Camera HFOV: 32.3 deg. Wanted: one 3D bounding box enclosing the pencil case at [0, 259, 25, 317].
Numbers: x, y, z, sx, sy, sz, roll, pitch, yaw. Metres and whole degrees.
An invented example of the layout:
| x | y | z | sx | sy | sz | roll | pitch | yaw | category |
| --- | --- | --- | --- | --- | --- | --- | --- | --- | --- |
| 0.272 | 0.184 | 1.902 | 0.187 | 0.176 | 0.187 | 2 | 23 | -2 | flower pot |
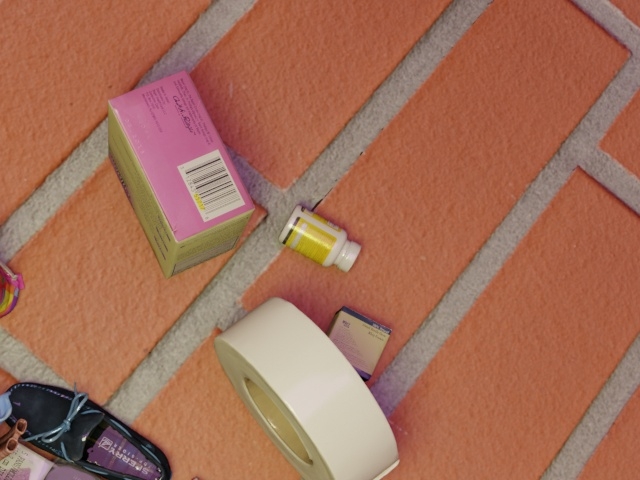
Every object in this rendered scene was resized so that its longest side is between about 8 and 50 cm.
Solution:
| x | y | z | sx | sy | sz | roll | pitch | yaw | category |
| --- | --- | --- | --- | --- | --- | --- | --- | --- | --- |
| -0.469 | 0.050 | 1.470 | 0.105 | 0.236 | 0.104 | 0 | 80 | -3 | pencil case |

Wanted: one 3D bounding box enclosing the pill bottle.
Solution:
| x | y | z | sx | sy | sz | roll | pitch | yaw | category |
| --- | --- | --- | --- | --- | --- | --- | --- | --- | --- |
| 0.000 | 0.000 | 1.657 | 0.116 | 0.065 | 0.065 | 29 | 73 | -3 | pill bottle |

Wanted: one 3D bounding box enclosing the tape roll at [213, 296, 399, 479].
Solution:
| x | y | z | sx | sy | sz | roll | pitch | yaw | category |
| --- | --- | --- | --- | --- | --- | --- | --- | --- | --- |
| -0.021 | 0.217 | 1.488 | 0.100 | 0.286 | 0.286 | -36 | 86 | -18 | tape roll |

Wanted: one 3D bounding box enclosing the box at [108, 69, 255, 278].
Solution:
| x | y | z | sx | sy | sz | roll | pitch | yaw | category |
| --- | --- | --- | --- | --- | --- | --- | --- | --- | --- |
| -0.201 | -0.085 | 1.544 | 0.117 | 0.243 | 0.213 | -25 | 82 | -16 | box |

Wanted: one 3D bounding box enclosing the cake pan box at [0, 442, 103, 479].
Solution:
| x | y | z | sx | sy | sz | roll | pitch | yaw | category |
| --- | --- | --- | --- | --- | --- | --- | --- | --- | --- |
| -0.372 | 0.431 | 1.461 | 0.246 | 0.070 | 0.266 | 32 | 66 | 0 | cake pan box |

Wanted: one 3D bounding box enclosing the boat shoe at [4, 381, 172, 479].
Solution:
| x | y | z | sx | sy | sz | roll | pitch | yaw | category |
| --- | --- | --- | --- | --- | --- | --- | --- | --- | --- |
| -0.317 | 0.261 | 1.518 | 0.258 | 0.089 | 0.109 | 23 | 73 | -5 | boat shoe |

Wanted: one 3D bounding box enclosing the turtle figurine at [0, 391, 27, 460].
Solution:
| x | y | z | sx | sy | sz | roll | pitch | yaw | category |
| --- | --- | --- | --- | --- | --- | --- | --- | --- | --- |
| -0.520 | 0.227 | 1.392 | 0.275 | 0.266 | 0.197 | -18 | 81 | -15 | turtle figurine |

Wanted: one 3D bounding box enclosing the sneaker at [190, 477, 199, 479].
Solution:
| x | y | z | sx | sy | sz | roll | pitch | yaw | category |
| --- | --- | --- | --- | --- | --- | --- | --- | --- | --- |
| -0.173 | 0.418 | 1.523 | 0.075 | 0.063 | 0.170 | 18 | 69 | 0 | sneaker |

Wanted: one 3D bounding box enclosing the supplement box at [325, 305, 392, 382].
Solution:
| x | y | z | sx | sy | sz | roll | pitch | yaw | category |
| --- | --- | --- | --- | --- | --- | --- | --- | --- | --- |
| 0.047 | 0.155 | 1.634 | 0.083 | 0.056 | 0.083 | 27 | 73 | -4 | supplement box |
